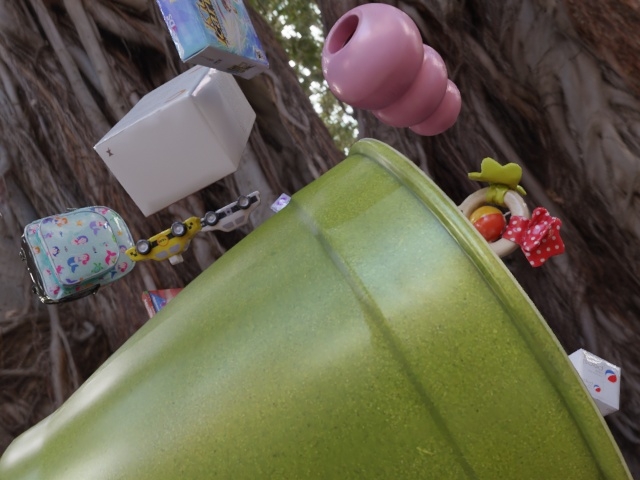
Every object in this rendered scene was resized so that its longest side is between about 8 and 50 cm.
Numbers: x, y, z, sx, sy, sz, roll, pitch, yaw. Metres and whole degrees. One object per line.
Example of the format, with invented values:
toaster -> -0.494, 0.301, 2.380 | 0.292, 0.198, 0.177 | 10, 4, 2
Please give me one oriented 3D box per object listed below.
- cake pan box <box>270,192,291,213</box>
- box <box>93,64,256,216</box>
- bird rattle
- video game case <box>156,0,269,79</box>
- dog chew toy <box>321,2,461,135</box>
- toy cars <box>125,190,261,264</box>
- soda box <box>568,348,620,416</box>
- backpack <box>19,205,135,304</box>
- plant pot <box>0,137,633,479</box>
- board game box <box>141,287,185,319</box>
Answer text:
cake pan box -> 0.000, 0.000, 1.803 | 0.070, 0.246, 0.267 | -46, -52, -5
box -> -0.280, -0.230, 1.276 | 0.215, 0.345, 0.168 | -25, -65, 14
bird rattle -> 0.400, -0.043, 1.349 | 0.207, 0.253, 0.143 | -34, -23, 27
video game case -> -0.213, -0.440, 1.116 | 0.061, 0.269, 0.244 | -23, -1, 22
dog chew toy -> 0.162, -0.328, 1.264 | 0.332, 0.206, 0.206 | 29, -62, -33
toy cars -> -0.296, -0.019, 1.554 | 0.394, 0.087, 0.176 | -29, 3, -43
soda box -> 0.363, 0.251, 0.958 | 0.074, 0.069, 0.216 | -66, 4, -37
backpack -> -0.609, 0.027, 1.584 | 0.253, 0.225, 0.191 | -18, -6, -40
plant pot -> -0.028, 0.166, 0.478 | 0.353, 0.366, 0.366 | -30, -29, -5
board game box -> -0.363, 0.244, 1.638 | 0.145, 0.281, 0.027 | -1, -43, -41
